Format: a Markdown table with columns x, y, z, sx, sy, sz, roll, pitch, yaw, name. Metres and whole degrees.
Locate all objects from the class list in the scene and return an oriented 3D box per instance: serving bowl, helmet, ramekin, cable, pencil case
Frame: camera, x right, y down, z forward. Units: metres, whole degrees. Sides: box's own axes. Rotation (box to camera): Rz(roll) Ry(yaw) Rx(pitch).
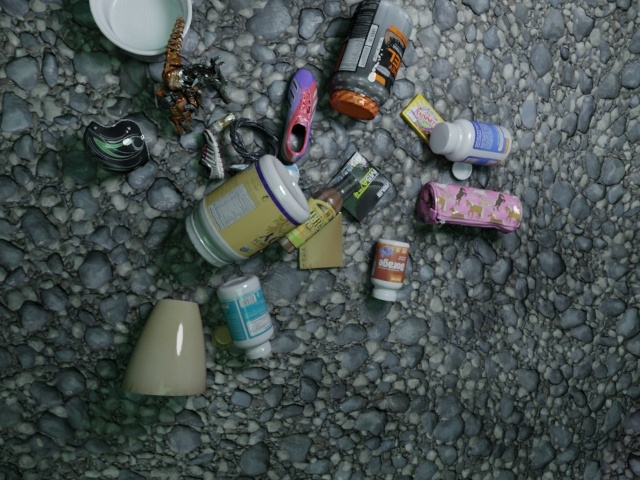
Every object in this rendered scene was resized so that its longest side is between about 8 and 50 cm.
| x | y | z | sx | sy | sz | roll | pitch | yaw | name |
| --- | --- | --- | --- | --- | --- | --- | --- | --- | --- |
| 0.542 | -0.277 | 1.591 | 0.083 | 0.027 | 0.084 | -1 | 96 | -14 | serving bowl |
| -0.621 | -0.284 | 1.243 | 0.161 | 0.169 | 0.170 | -23 | 101 | -27 | helmet |
| -0.528 | -0.682 | 1.240 | 0.277 | 0.135 | 0.278 | -1 | 95 | -14 | ramekin |
| -0.227 | -0.331 | 1.369 | 0.184 | 0.047 | 0.151 | 30 | 67 | -15 | cable |
| 0.562 | -0.119 | 1.545 | 0.385 | 0.160 | 0.167 | 5 | 94 | -15 | pencil case |

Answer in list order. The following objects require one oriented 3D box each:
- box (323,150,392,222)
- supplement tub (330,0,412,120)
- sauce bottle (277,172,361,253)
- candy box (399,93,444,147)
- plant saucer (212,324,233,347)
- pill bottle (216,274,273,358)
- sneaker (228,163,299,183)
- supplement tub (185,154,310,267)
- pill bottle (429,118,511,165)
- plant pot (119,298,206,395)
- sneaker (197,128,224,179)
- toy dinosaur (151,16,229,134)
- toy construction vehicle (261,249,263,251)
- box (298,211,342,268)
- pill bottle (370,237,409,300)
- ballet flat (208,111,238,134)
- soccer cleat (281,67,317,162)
| x | y | z | sx | sy | sz | roll | pitch | yaw | name |
| --- | --- | --- | --- | --- | --- | --- | --- | --- | --- |
| 0.137 | -0.194 | 1.493 | 0.184 | 0.045 | 0.191 | 42 | 86 | -11 | box |
| 0.162 | -0.595 | 1.377 | 0.207 | 0.207 | 0.338 | 18 | 92 | -15 | supplement tub |
| -0.010 | -0.100 | 1.405 | 0.344 | 0.111 | 0.111 | -42 | 103 | -1 | sauce bottle |
| 0.401 | -0.438 | 1.542 | 0.206 | 0.027 | 0.105 | 42 | 82 | -14 | candy box |
| -0.339 | 0.335 | 1.445 | 0.083 | 0.015 | 0.084 | -1 | 96 | -13 | plant saucer |
| -0.246 | 0.261 | 1.393 | 0.146 | 0.146 | 0.264 | -17 | 99 | -11 | pill bottle |
| -0.191 | -0.233 | 1.401 | 0.237 | 0.085 | 0.086 | 4 | 64 | -9 | sneaker |
| -0.226 | -0.085 | 1.285 | 0.331 | 0.241 | 0.241 | -32 | 102 | 11 | supplement tub |
| 0.543 | -0.359 | 1.502 | 0.271 | 0.152 | 0.153 | 3 | 95 | -23 | pill bottle |
| -0.478 | 0.331 | 1.314 | 0.256 | 0.256 | 0.274 | 7 | 77 | -14 | plant pot |
| -0.371 | -0.277 | 1.353 | 0.074 | 0.063 | 0.171 | -16 | 104 | -18 | sneaker |
| -0.399 | -0.478 | 1.244 | 0.218 | 0.322 | 0.164 | -9 | 62 | -19 | toy dinosaur |
| -0.215 | -0.003 | 1.432 | 0.098 | 0.035 | 0.086 | -29 | 101 | -9 | toy construction vehicle |
| 0.000 | 0.000 | 1.491 | 0.164 | 0.021 | 0.201 | -3 | 96 | -13 | box |
| 0.251 | 0.107 | 1.510 | 0.121 | 0.121 | 0.216 | 8 | 93 | -14 | pill bottle |
| -0.325 | -0.391 | 1.366 | 0.114 | 0.041 | 0.041 | -36 | 102 | -8 | ballet flat |
| -0.064 | -0.424 | 1.385 | 0.108 | 0.116 | 0.319 | 10 | 93 | -15 | soccer cleat |
